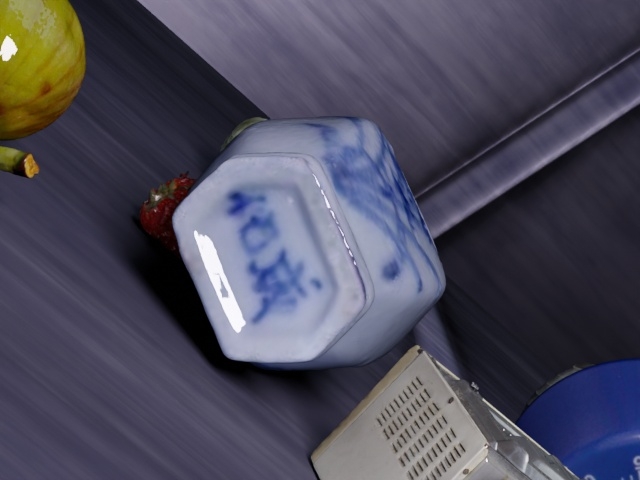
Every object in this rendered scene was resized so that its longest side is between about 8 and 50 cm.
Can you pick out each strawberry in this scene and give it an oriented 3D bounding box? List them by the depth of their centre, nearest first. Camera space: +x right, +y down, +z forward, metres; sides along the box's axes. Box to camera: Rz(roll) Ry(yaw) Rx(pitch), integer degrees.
[{"bbox_3d":[-0.130,-0.019,1.438,0.083,0.073,0.073,57,1,-25],"label":"strawberry"}]

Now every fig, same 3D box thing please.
[{"bbox_3d":[-0.260,-0.126,1.183,0.148,0.186,0.142,28,-31,-7],"label":"fig"}]

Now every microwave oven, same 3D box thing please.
[{"bbox_3d":[0.139,0.226,1.186,0.240,0.145,0.194,40,5,-27],"label":"microwave oven"}]

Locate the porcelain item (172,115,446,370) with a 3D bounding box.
[{"bbox_3d":[0.000,0.000,1.376,0.405,0.178,0.242,-19,85,-79],"label":"porcelain item"}]

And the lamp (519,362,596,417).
[{"bbox_3d":[0.339,0.262,1.793,0.233,0.233,0.265,42,-4,-10],"label":"lamp"}]

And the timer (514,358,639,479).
[{"bbox_3d":[0.299,0.301,1.340,0.270,0.270,0.383,42,18,-12],"label":"timer"}]

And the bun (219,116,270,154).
[{"bbox_3d":[-0.049,-0.063,1.937,0.195,0.118,0.195,37,11,-8],"label":"bun"}]
